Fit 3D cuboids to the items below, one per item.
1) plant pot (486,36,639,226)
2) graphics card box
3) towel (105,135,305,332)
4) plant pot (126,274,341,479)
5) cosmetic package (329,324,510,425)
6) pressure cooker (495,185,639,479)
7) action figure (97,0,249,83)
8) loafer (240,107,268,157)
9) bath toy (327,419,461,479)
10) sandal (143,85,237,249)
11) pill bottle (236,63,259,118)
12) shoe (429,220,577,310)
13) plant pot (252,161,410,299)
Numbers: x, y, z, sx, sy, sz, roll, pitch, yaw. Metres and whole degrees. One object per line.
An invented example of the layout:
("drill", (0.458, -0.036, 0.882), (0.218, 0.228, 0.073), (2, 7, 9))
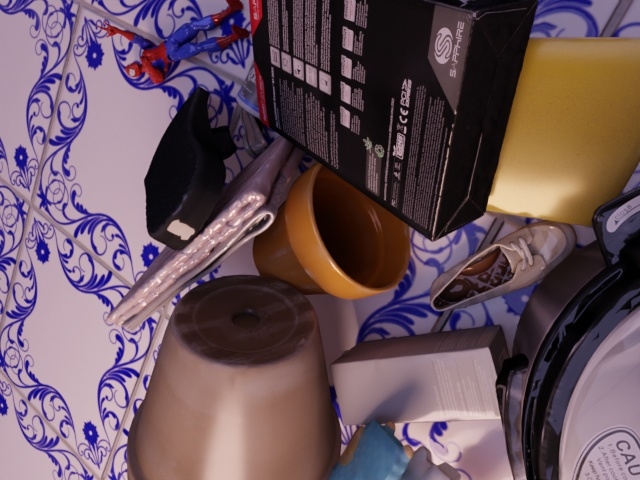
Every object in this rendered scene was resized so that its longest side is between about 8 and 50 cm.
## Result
("plant pot", (0.272, -0.131, 0.563), (0.212, 0.212, 0.187), (11, 111, 27))
("graphics card box", (0.045, -0.191, 0.558), (0.371, 0.094, 0.233), (42, 144, 41))
("towel", (-0.155, -0.033, 0.744), (0.331, 0.317, 0.053), (-36, 109, 25))
("plant pot", (-0.116, 0.214, 0.684), (0.323, 0.323, 0.281), (22, 123, 24))
("cosmetic package", (0.147, 0.196, 0.693), (0.237, 0.127, 0.107), (-17, 87, 30))
("pressure cooker", (0.353, 0.151, 0.395), (0.369, 0.420, 0.376), (23, 98, 18))
("action figure", (-0.284, -0.364, 0.867), (0.280, 0.139, 0.092), (-14, 87, 31))
("loafer", (-0.111, -0.194, 0.822), (0.039, 0.045, 0.125), (-23, 50, 16))
("bath toy", (0.182, 0.388, 0.647), (0.348, 0.151, 0.129), (36, 87, -5))
("sandal", (-0.199, -0.115, 0.761), (0.167, 0.107, 0.446), (-48, 32, 17))
("pill bottle", (-0.076, -0.274, 0.793), (0.078, 0.078, 0.137), (43, 112, 18))
("shoe", (0.247, 0.043, 0.662), (0.219, 0.058, 0.077), (-34, 79, 26))
("plant pot", (0.000, 0.000, 0.725), (0.187, 0.205, 0.205), (-24, 83, 43))
